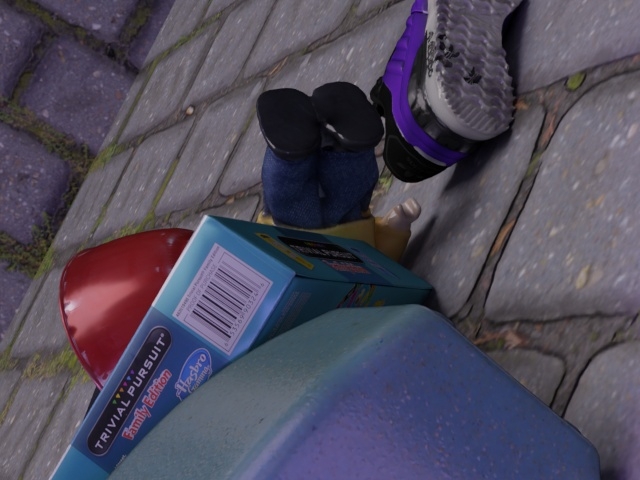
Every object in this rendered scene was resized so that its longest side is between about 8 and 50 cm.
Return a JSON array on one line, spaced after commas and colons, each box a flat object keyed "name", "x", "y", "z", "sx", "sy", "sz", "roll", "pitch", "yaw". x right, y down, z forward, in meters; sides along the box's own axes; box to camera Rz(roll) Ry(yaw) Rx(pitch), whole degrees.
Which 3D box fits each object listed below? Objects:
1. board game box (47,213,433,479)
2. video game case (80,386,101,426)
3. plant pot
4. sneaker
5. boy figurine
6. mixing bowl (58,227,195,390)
[{"name": "board game box", "x": -0.056, "y": 0.116, "z": 1.208, "sx": 0.254, "sy": 0.079, "sz": 0.336, "roll": -58, "pitch": -18, "yaw": 7}, {"name": "video game case", "x": -0.169, "y": 0.289, "z": 1.344, "sx": 0.275, "sy": 0.035, "sz": 0.248, "roll": 73, "pitch": -153, "yaw": -50}, {"name": "plant pot", "x": 0.019, "y": 0.177, "z": 0.946, "sx": 0.252, "sy": 0.247, "sz": 0.248, "roll": -53, "pitch": 14, "yaw": -15}, {"name": "sneaker", "x": 0.102, "y": -0.167, "z": 1.473, "sx": 0.146, "sy": 0.102, "sz": 0.293, "roll": -46, "pitch": 22, "yaw": 42}, {"name": "boy figurine", "x": 0.000, "y": 0.000, "z": 1.407, "sx": 0.285, "sy": 0.177, "sz": 0.092, "roll": 93, "pitch": 161, "yaw": -45}, {"name": "mixing bowl", "x": -0.112, "y": 0.058, "z": 1.323, "sx": 0.098, "sy": 0.181, "sz": 0.181, "roll": -36, "pitch": 26, "yaw": 26}]
